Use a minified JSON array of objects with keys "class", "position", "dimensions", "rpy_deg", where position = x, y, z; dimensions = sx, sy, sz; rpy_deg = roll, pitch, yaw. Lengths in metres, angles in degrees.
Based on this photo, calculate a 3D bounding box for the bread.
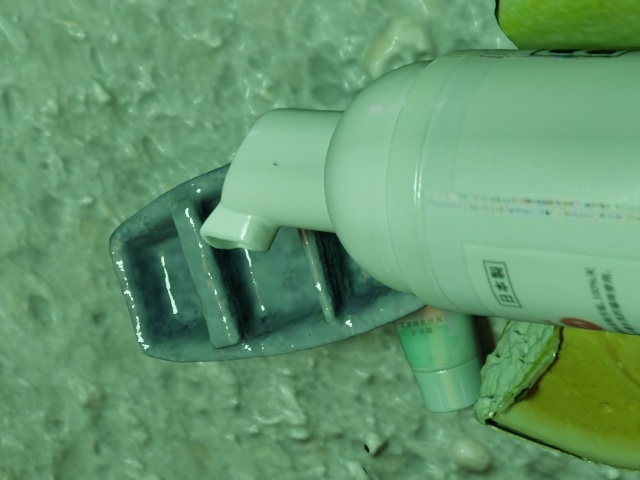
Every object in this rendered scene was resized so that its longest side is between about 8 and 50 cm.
[{"class":"bread","position":[0.215,0.049,0.948],"dimensions":[0.260,0.158,0.156],"rpy_deg":[-7,127,27]}]

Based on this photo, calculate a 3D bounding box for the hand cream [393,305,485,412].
[{"class":"hand cream","position":[0.065,0.025,1.059],"dimensions":[0.076,0.047,0.174],"rpy_deg":[-10,104,28]}]

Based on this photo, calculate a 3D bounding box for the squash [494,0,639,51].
[{"class":"squash","position":[0.183,-0.168,0.825],"dimensions":[0.236,0.155,0.204],"rpy_deg":[20,100,-36]}]

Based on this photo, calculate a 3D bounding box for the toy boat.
[{"class":"toy boat","position":[0.000,0.000,1.023],"dimensions":[0.282,0.078,0.127],"rpy_deg":[-14,92,28]}]

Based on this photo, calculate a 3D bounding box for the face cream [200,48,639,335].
[{"class":"face cream","position":[0.095,-0.031,0.855],"dimensions":[0.369,0.145,0.145],"rpy_deg":[6,122,34]}]
